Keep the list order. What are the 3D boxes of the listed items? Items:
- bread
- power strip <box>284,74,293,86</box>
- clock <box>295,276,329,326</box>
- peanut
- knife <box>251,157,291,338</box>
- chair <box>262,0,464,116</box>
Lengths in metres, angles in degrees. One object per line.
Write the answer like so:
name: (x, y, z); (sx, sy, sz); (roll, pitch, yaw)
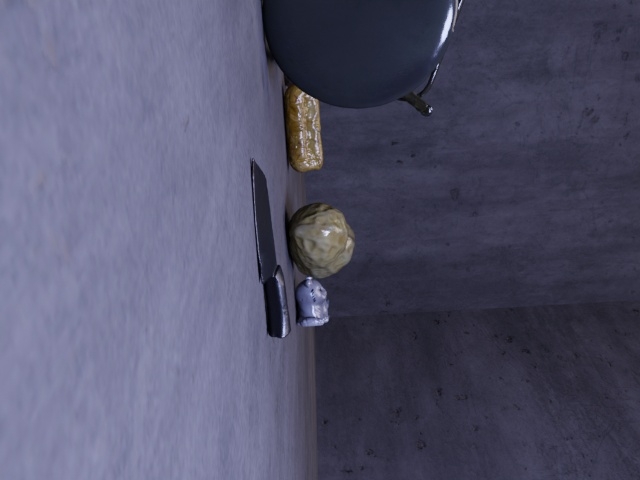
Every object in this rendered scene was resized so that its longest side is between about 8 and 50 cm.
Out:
bread: (-0.043, -0.270, 1.481); (0.114, 0.084, 0.210); (-113, -161, -75)
power strip: (-0.056, -0.474, 1.600); (0.154, 0.078, 0.154); (177, -90, -89)
clock: (-0.021, 0.144, 1.528); (0.176, 0.080, 0.117); (33, 53, -87)
peanut: (0.000, 0.000, 1.360); (0.313, 0.152, 0.152); (78, 9, -75)
knife: (-0.064, 0.015, 0.732); (0.060, 0.028, 0.230); (-58, 145, -68)
chair: (0.087, -0.419, 1.119); (0.410, 0.362, 0.364); (-61, 171, -66)
